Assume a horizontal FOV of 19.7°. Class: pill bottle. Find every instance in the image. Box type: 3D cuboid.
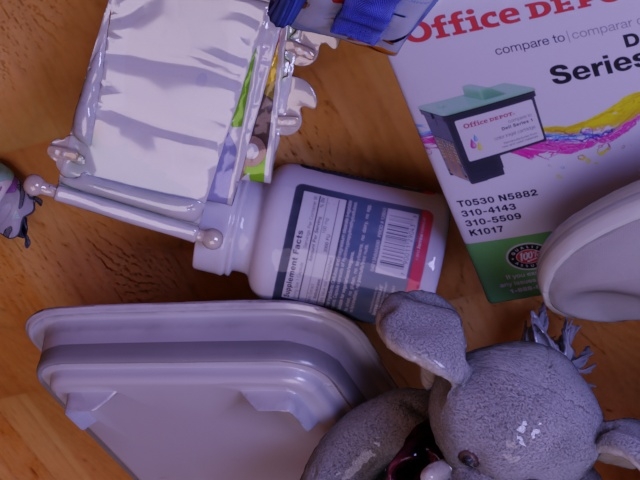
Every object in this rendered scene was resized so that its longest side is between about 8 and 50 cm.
[{"bbox_3d":[0.000,0.000,1.384,0.180,0.108,0.108,12,134,0],"label":"pill bottle"}]

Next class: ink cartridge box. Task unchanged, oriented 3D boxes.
[{"bbox_3d":[0.170,-0.105,1.246,0.201,0.117,0.278,-10,130,19],"label":"ink cartridge box"}]

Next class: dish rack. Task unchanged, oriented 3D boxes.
[{"bbox_3d":[-0.065,0.160,1.503,0.285,0.072,0.333,-3,148,21],"label":"dish rack"}]

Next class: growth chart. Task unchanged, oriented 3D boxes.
[{"bbox_3d":[-0.091,-0.107,1.298,0.172,0.021,0.237,22,106,-6],"label":"growth chart"}]

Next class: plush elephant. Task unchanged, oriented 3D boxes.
[{"bbox_3d":[0.120,0.173,1.305,0.271,0.330,0.255,22,167,9],"label":"plush elephant"}]

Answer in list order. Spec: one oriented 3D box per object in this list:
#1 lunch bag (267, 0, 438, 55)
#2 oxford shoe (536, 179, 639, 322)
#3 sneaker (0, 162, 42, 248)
[{"bbox_3d":[0.050,-0.234,1.009,0.115,0.243,0.303,18,167,-5],"label":"lunch bag"},{"bbox_3d":[0.350,0.018,1.137,0.449,0.130,0.169,-6,157,20],"label":"oxford shoe"},{"bbox_3d":[-0.261,-0.014,1.467,0.098,0.038,0.069,-32,120,34],"label":"sneaker"}]
